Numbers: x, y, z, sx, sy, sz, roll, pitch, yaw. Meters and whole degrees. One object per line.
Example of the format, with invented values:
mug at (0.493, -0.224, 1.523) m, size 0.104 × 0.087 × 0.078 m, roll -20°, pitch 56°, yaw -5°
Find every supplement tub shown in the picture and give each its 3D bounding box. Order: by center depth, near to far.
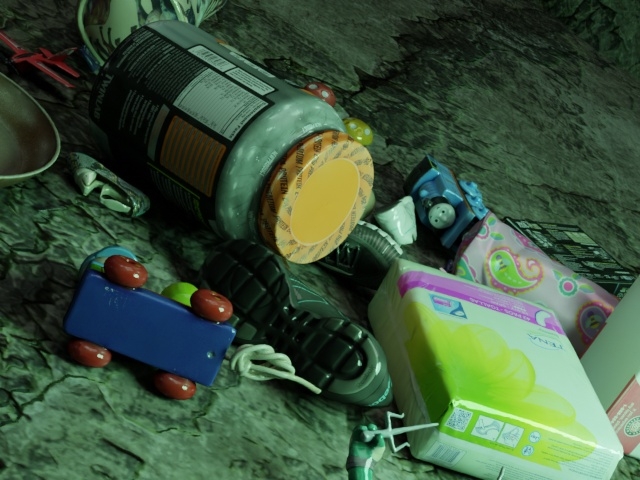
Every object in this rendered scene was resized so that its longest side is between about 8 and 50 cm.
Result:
supplement tub at (-0.102, -0.111, 1.574) m, size 0.316 × 0.193 × 0.193 m, roll 34°, pitch 22°, yaw 33°

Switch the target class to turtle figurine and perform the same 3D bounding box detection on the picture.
turtle figurine at (0.070, 0.252, 1.185) m, size 0.175 × 0.118 × 0.234 m, roll 27°, pitch 34°, yaw 32°

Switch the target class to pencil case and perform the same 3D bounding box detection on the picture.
pencil case at (0.298, 0.081, 1.803) m, size 0.284 × 0.124 × 0.124 m, roll 33°, pitch 23°, yaw 9°
pencil case at (-0.234, -0.352, 2.013) m, size 0.160 × 0.183 × 0.410 m, roll 1°, pitch 23°, yaw 6°

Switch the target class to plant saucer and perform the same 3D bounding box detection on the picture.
plant saucer at (-0.435, -0.140, 1.483) m, size 0.310 × 0.050 × 0.310 m, roll 24°, pitch 25°, yaw -12°

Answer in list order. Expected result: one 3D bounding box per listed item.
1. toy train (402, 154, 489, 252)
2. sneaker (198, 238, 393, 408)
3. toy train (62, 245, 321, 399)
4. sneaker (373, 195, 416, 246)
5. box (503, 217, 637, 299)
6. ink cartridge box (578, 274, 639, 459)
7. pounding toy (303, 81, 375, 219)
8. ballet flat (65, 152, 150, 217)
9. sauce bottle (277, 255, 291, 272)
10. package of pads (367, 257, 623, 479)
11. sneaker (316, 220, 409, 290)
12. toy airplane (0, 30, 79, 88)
toy train at (0.180, -0.048, 1.955) m, size 0.105 × 0.080 × 0.184 m, roll 30°, pitch 19°, yaw -17°
sneaker at (-0.028, 0.097, 1.450) m, size 0.267 × 0.101 × 0.106 m, roll 39°, pitch -3°, yaw 33°
toy train at (-0.125, 0.085, 1.336) m, size 0.248 × 0.105 × 0.143 m, roll 23°, pitch 11°, yaw -16°
sneaker at (0.106, -0.024, 1.880) m, size 0.061 × 0.053 × 0.152 m, roll 65°, pitch 12°, yaw -4°
box at (0.346, 0.045, 1.971) m, size 0.180 × 0.077 × 0.147 m, roll 4°, pitch 35°, yaw -46°
ink cartridge box at (0.474, 0.178, 1.684) m, size 0.283 × 0.207 × 0.117 m, roll 20°, pitch 27°, yaw -23°
pounding toy at (0.009, -0.139, 1.916) m, size 0.183 × 0.110 × 0.237 m, roll 24°, pitch 23°, yaw -12°
ballet flat at (-0.248, -0.061, 1.554) m, size 0.114 × 0.041 × 0.041 m, roll 31°, pitch 23°, yaw 6°
sauce bottle at (-0.056, 0.031, 1.579) m, size 0.042 × 0.042 × 0.128 m, roll 18°, pitch 24°, yaw -26°
package of pads at (0.192, 0.157, 1.537) m, size 0.229 × 0.101 × 0.296 m, roll 20°, pitch 26°, yaw -19°
sneaker at (0.000, 0.000, 1.673) m, size 0.234 × 0.078 × 0.106 m, roll 35°, pitch 26°, yaw 21°
toy airplane at (-0.366, -0.235, 1.780) m, size 0.151 × 0.028 × 0.151 m, roll 26°, pitch 24°, yaw -12°
